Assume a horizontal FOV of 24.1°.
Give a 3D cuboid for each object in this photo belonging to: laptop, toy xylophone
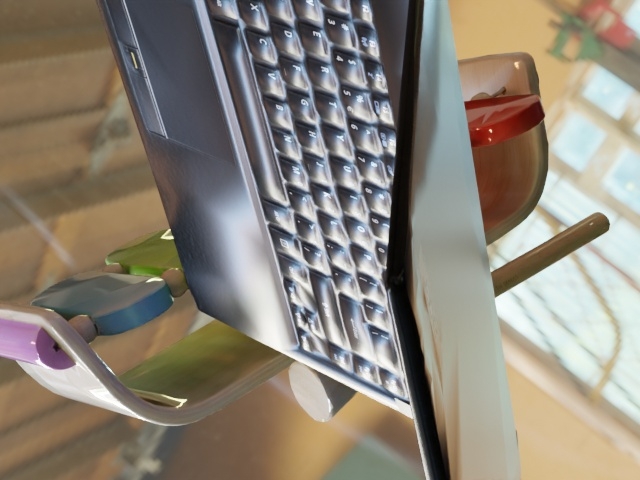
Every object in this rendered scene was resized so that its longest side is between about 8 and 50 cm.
[{"bbox_3d":[-0.017,0.016,0.472,0.136,0.264,0.234,-41,-44,-30],"label":"laptop"},{"bbox_3d":[0.000,0.000,0.751,0.323,0.081,0.236,-33,17,-35],"label":"toy xylophone"}]
